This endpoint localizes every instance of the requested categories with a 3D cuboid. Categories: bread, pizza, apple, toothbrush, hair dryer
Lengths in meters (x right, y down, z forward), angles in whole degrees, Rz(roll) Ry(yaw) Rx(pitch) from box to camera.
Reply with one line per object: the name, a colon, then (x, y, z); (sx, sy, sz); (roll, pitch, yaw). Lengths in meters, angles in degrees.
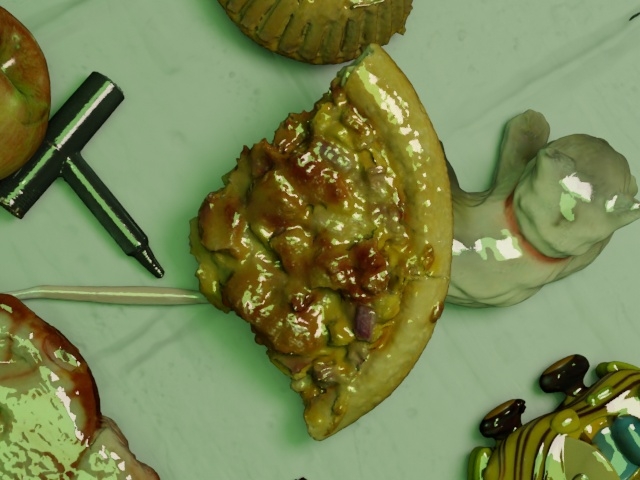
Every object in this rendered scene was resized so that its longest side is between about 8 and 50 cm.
bread: (-0.004, -0.303, 1.355); (0.240, 0.139, 0.240); (1, 82, -6)
pizza: (0.000, 0.000, 1.292); (0.277, 0.114, 0.409); (17, 103, 12)
apple: (-0.366, -0.140, 1.263); (0.196, 0.196, 0.196); (1, 84, -8)
toothbrush: (-0.262, 0.051, 1.339); (0.307, 0.025, 0.029); (2, 76, -7)
hair dryer: (-0.217, -0.055, 1.349); (0.195, 0.050, 0.173); (38, 81, -7)
bread: (-0.343, 0.220, 1.265); (0.295, 0.114, 0.328); (-33, 90, -7)

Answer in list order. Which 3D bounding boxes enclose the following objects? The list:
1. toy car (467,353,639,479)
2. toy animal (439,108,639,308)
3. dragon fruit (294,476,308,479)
toy car: (0.282, 0.233, 1.337); (0.248, 0.142, 0.200); (-36, 89, -12)
toy animal: (0.169, -0.044, 1.338); (0.308, 0.188, 0.266); (37, 90, -7)
dragon fruit: (-0.024, 0.317, 1.325); (0.097, 0.063, 0.131); (-31, 89, -10)
